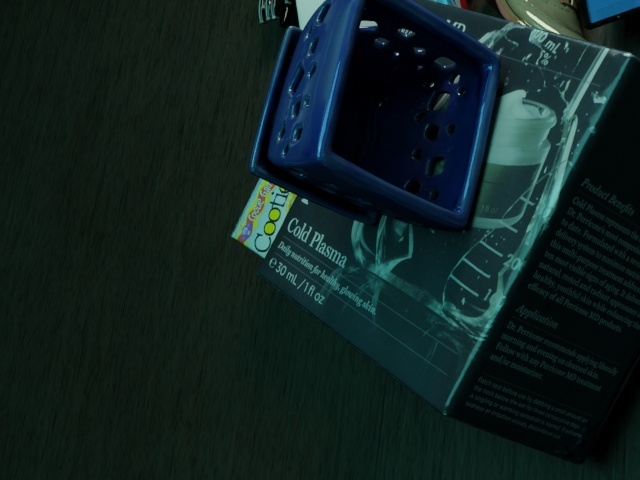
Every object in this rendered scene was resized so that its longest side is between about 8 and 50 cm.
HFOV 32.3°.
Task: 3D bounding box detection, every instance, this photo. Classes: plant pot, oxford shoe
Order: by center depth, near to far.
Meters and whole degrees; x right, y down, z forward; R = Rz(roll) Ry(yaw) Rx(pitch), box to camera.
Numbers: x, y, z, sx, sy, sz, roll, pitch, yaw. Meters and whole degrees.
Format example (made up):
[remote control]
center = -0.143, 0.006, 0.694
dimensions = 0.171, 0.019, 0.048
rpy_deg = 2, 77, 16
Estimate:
[plant pot]
center = 0.054, -0.151, 1.357
dimensions = 0.212, 0.236, 0.235
rpy_deg = -5, 67, 56
[oxford shoe]
center = 0.345, -0.367, 1.691
dimensions = 0.130, 0.123, 0.348
rpy_deg = -44, 48, 15

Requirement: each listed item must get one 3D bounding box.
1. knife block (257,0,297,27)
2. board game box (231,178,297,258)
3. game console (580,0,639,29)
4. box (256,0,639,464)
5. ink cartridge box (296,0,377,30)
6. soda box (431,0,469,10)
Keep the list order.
[knife block]
center = -0.070, -0.561, 2.216
dimensions = 0.242, 0.088, 0.275
rpy_deg = -52, 45, 15
[board game box]
center = 0.000, 0.000, 1.862
dimensions = 0.275, 0.144, 0.142
rpy_deg = 32, 97, 48
[game console]
center = 0.394, -0.366, 1.546
dimensions = 0.122, 0.107, 0.071
rpy_deg = -13, 52, 49
[box]
center = 0.228, -0.033, 1.512
dimensions = 0.480, 0.297, 0.471
rpy_deg = 32, 95, 53
[ink cartridge box]
center = 0.084, -0.264, 1.843
dimensions = 0.119, 0.207, 0.353
rpy_deg = -30, 55, 35
[soda box]
center = 0.197, -0.390, 1.829
dimensions = 0.071, 0.067, 0.210
rpy_deg = -19, 86, 39
